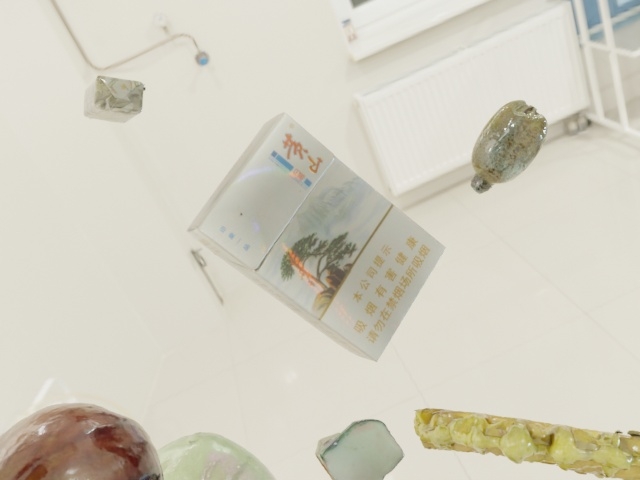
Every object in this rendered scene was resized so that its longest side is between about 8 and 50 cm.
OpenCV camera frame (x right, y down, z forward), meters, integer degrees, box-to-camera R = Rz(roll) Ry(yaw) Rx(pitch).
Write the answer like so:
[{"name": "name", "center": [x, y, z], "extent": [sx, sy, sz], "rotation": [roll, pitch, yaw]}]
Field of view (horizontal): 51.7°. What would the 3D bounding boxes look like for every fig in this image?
[{"name": "fig", "center": [-0.268, 0.261, 0.590], "extent": [0.204, 0.186, 0.249], "rotation": [-28, -6, 37]}]

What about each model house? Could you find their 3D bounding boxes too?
[{"name": "model house", "center": [0.050, 0.301, 0.941], "extent": [0.101, 0.088, 0.100], "rotation": [-37, -2, -16]}]

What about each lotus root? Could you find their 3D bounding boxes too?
[{"name": "lotus root", "center": [0.352, -0.174, 1.269], "extent": [0.192, 0.113, 0.088], "rotation": [-57, -15, 18]}]

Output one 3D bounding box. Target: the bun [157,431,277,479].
[{"name": "bun", "center": [-0.197, 0.472, 1.063], "extent": [0.293, 0.293, 0.187], "rotation": [-11, 11, 24]}]

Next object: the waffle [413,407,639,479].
[{"name": "waffle", "center": [0.271, 0.245, 0.792], "extent": [0.307, 0.312, 0.060], "rotation": [139, 142, -72]}]

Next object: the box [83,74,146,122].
[{"name": "box", "center": [-0.267, -0.180, 0.849], "extent": [0.062, 0.045, 0.098], "rotation": [5, 1, -30]}]

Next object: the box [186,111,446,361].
[{"name": "box", "center": [-0.001, -0.001, 0.685], "extent": [0.149, 0.233, 0.067], "rotation": [-57, 18, -17]}]
